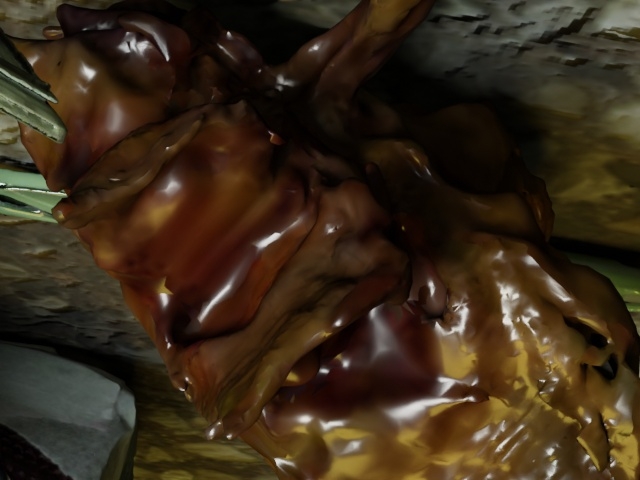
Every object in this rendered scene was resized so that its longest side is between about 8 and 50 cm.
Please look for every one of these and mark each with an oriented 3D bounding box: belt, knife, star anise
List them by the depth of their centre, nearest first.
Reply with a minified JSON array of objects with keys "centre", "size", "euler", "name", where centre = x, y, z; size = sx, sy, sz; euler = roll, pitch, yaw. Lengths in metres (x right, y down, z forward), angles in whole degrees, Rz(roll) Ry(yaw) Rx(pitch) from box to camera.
[{"centre":[0.009,-0.011,0.528],"size":[0.237,0.148,0.346],"euler":[48,170,19],"name":"star anise"},{"centre":[0.000,-0.002,0.742],"size":[0.293,0.020,0.043],"euler":[8,161,1],"name":"knife"},{"centre":[-0.158,0.157,0.982],"size":[0.164,0.184,0.289],"euler":[17,160,1],"name":"belt"}]

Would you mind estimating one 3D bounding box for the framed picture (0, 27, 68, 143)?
[{"centre":[-0.148,-0.095,0.444],"size":[0.183,0.011,0.142],"euler":[31,-168,-45],"name":"framed picture"}]
